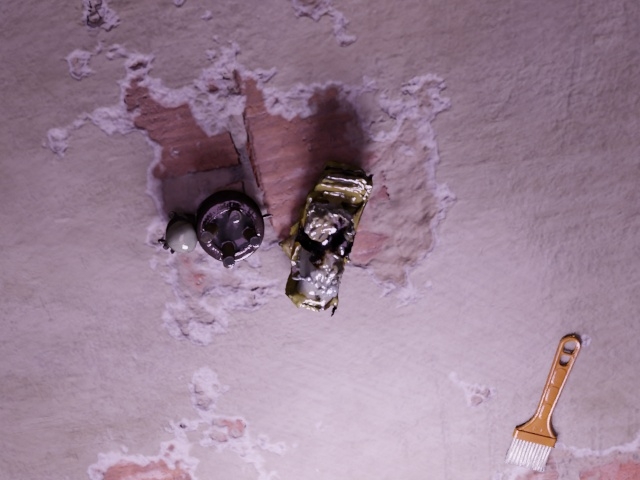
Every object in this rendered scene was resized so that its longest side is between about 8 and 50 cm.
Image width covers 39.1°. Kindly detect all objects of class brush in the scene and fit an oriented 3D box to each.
[{"bbox_3d":[0.456,0.327,1.807,0.090,0.017,0.314,13,110,-4],"label":"brush"}]

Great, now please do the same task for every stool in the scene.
[{"bbox_3d":[-0.193,-0.017,1.637,0.217,0.121,0.125,-7,112,-1],"label":"stool"}]

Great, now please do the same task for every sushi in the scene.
[{"bbox_3d":[0.000,-0.003,1.633,0.139,0.131,0.291,14,119,-5],"label":"sushi"}]
